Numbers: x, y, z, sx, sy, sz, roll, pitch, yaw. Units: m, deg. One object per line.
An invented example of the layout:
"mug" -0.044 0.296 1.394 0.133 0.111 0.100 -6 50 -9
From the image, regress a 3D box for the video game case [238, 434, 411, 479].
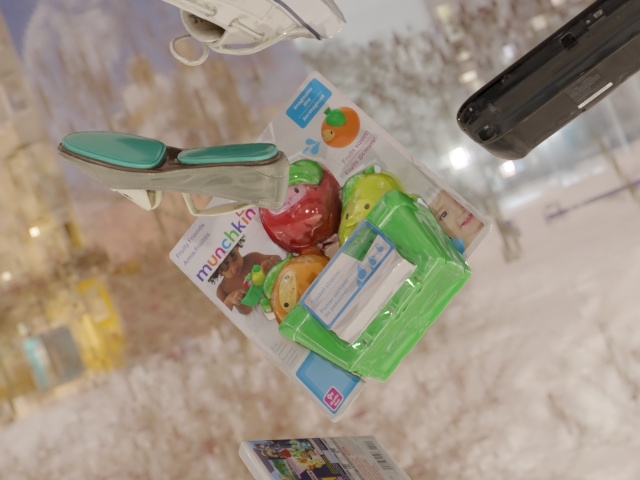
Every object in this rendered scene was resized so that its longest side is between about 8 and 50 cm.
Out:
"video game case" 0.027 0.288 1.901 0.183 0.023 0.201 1 28 -30

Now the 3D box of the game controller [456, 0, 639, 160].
"game controller" 0.330 -0.221 2.183 0.319 0.067 0.166 -36 -25 17

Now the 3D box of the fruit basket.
"fruit basket" 0.000 0.000 2.145 0.327 0.353 0.165 -51 -23 9

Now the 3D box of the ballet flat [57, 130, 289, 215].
"ballet flat" -0.133 -0.055 1.500 0.213 0.068 0.072 4 25 10

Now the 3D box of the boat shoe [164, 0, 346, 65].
"boat shoe" -0.104 -0.261 1.817 0.156 0.136 0.367 -39 -18 15
